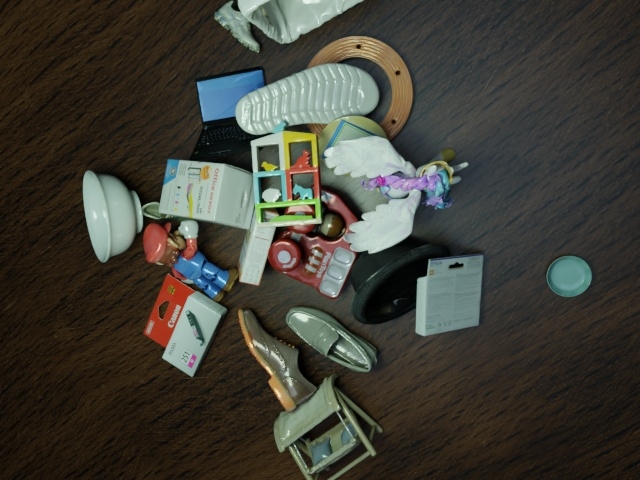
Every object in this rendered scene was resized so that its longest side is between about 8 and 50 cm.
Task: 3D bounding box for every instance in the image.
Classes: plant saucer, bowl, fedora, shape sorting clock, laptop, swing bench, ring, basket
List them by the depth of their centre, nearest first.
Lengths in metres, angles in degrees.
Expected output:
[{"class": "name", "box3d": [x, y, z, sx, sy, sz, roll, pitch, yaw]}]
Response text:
[{"class": "basket", "box3d": [-0.066, -0.746, 1.517, 0.331, 0.328, 0.266, -24, 89, 16]}, {"class": "plant saucer", "box3d": [0.710, 0.101, 1.624, 0.119, 0.021, 0.119, 2, 100, 12]}, {"class": "fedora", "box3d": [0.208, 0.091, 1.645, 0.334, 0.334, 0.152, -48, 53, 15]}, {"class": "shape sorting clock", "box3d": [0.096, -0.274, 1.654, 0.206, 0.040, 0.206, 5, 130, 6]}, {"class": "ring", "box3d": [0.105, -0.428, 1.676, 0.337, 0.032, 0.336, 2, 99, 13]}, {"class": "laptop", "box3d": [-0.282, -0.384, 1.716, 0.234, 0.264, 0.136, -7, 134, 15]}, {"class": "swing bench", "box3d": [0.015, 0.605, 1.792, 0.253, 0.165, 0.254, -42, 88, 16]}, {"class": "bowl", "box3d": [-0.660, -0.086, 1.824, 0.298, 0.134, 0.298, 24, 120, 52]}]

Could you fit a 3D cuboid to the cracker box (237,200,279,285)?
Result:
[{"class": "cracker box", "box3d": [-0.196, 0.003, 1.744, 0.067, 0.156, 0.232, 14, 102, -14]}]

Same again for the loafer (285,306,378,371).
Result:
[{"class": "loafer", "box3d": [0.032, 0.307, 1.767, 0.319, 0.111, 0.112, 26, 104, 8]}]

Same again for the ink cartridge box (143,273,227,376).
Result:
[{"class": "ink cartridge box", "box3d": [-0.467, 0.282, 1.887, 0.239, 0.060, 0.275, 30, 113, 6]}]

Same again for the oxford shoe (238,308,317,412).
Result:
[{"class": "oxford shoe", "box3d": [-0.143, 0.360, 1.818, 0.133, 0.130, 0.363, -31, 79, -7]}]

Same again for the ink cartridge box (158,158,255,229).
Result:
[{"class": "ink cartridge box", "box3d": [-0.333, -0.140, 1.703, 0.233, 0.168, 0.171, 9, 88, 32]}]

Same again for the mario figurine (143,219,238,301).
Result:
[{"class": "mario figurine", "box3d": [-0.412, 0.042, 1.808, 0.320, 0.170, 0.198, 37, 91, -15]}]

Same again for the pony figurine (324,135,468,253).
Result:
[{"class": "pony figurine", "box3d": [0.219, -0.155, 1.520, 0.351, 0.363, 0.303, -16, 96, 15]}]

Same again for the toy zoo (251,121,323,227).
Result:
[{"class": "toy zoo", "box3d": [-0.095, -0.187, 1.590, 0.192, 0.030, 0.293, -3, 90, 13]}]

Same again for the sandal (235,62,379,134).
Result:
[{"class": "sandal", "box3d": [-0.041, -0.413, 1.639, 0.416, 0.102, 0.169, -9, 107, -1]}]

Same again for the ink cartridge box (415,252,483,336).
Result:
[{"class": "ink cartridge box", "box3d": [0.372, 0.149, 1.629, 0.223, 0.045, 0.224, -4, 101, -31]}]

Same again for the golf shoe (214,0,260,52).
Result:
[{"class": "golf shoe", "box3d": [-0.235, -0.647, 1.703, 0.176, 0.069, 0.086, 44, 99, 2]}]

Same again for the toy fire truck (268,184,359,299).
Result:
[{"class": "toy fire truck", "box3d": [0.000, 0.000, 1.703, 0.254, 0.169, 0.302, 24, 104, 0]}]

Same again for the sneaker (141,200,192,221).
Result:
[{"class": "sneaker", "box3d": [-0.491, -0.091, 1.838, 0.192, 0.086, 0.064, 7, 100, 12]}]
